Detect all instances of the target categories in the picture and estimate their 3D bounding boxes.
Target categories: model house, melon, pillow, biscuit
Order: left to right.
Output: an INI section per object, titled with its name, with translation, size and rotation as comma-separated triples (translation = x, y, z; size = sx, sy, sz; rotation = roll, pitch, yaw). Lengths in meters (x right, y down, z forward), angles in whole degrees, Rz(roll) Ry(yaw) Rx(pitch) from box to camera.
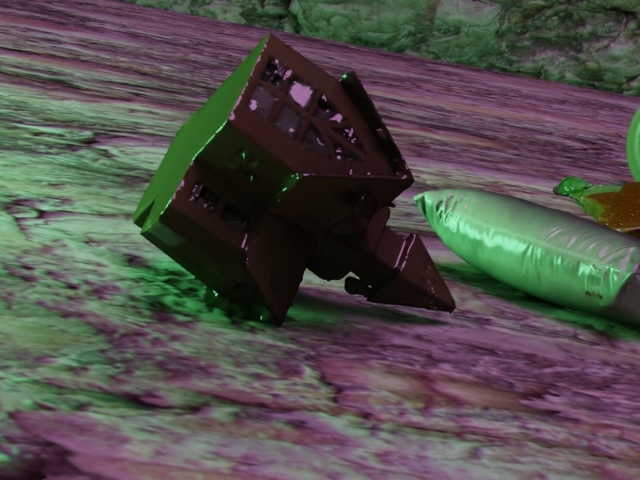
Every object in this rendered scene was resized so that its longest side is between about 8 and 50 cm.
[model house]
translation = 0.000, 0.000, 1.179
size = 0.248, 0.181, 0.176
rotation = 33, 50, -13
[pillow]
translation = 0.214, 0.015, 1.375
size = 0.144, 0.078, 0.254
rotation = 12, 8, -46
[melon]
translation = 0.391, -0.031, 1.856
size = 0.262, 0.053, 0.114
rotation = 16, 31, 42
[biscuit]
translation = 0.398, -0.038, 1.745
size = 0.280, 0.043, 0.183
rotation = -18, 23, -41

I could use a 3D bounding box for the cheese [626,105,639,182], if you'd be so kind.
[cheese]
translation = 0.488, -0.173, 2.114
size = 0.137, 0.227, 0.064
rotation = 11, 11, 28
